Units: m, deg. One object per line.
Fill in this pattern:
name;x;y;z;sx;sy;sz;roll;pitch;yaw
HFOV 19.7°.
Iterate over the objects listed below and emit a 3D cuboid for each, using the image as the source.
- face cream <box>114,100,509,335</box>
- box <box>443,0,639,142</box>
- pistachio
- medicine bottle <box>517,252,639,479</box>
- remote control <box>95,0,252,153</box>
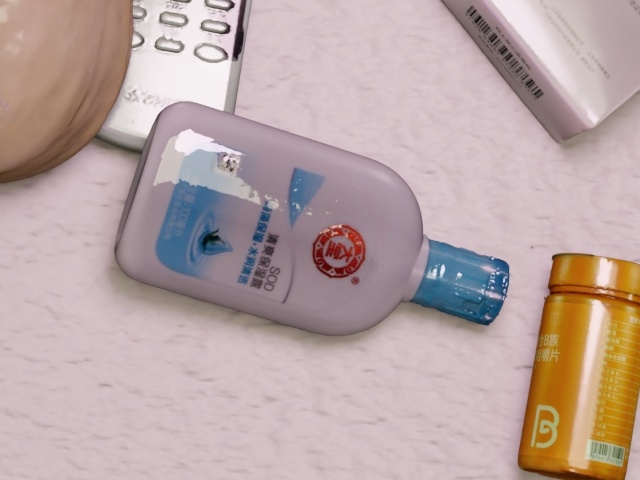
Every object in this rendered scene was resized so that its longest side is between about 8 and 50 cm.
face cream;0.000;0.000;1.596;0.337;0.080;0.163;18;98;-12
box;0.277;-0.257;1.667;0.299;0.106;0.200;-39;90;-10
pistachio;-0.244;-0.185;1.529;0.197;0.166;0.288;14;99;-21
medicine bottle;0.234;0.114;1.614;0.096;0.096;0.192;11;82;-6
remote control;-0.129;-0.221;1.633;0.140;0.056;0.296;10;81;-4
